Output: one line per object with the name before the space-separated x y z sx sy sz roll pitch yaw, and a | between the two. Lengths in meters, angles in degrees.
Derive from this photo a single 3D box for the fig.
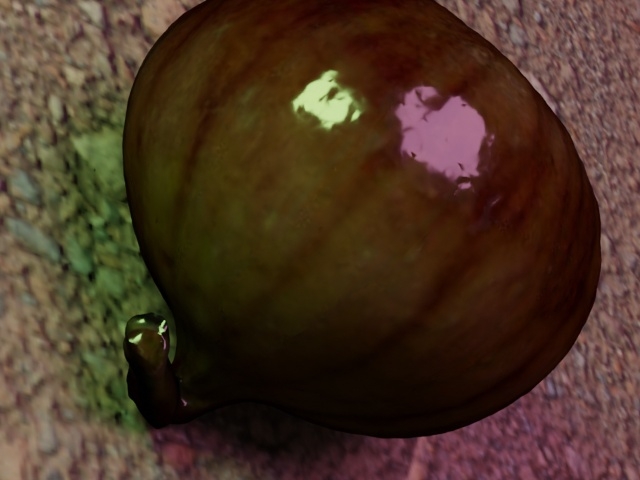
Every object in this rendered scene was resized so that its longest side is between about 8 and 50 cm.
fig | 0.012 -0.013 0.902 0.235 0.214 0.235 28 18 -10
